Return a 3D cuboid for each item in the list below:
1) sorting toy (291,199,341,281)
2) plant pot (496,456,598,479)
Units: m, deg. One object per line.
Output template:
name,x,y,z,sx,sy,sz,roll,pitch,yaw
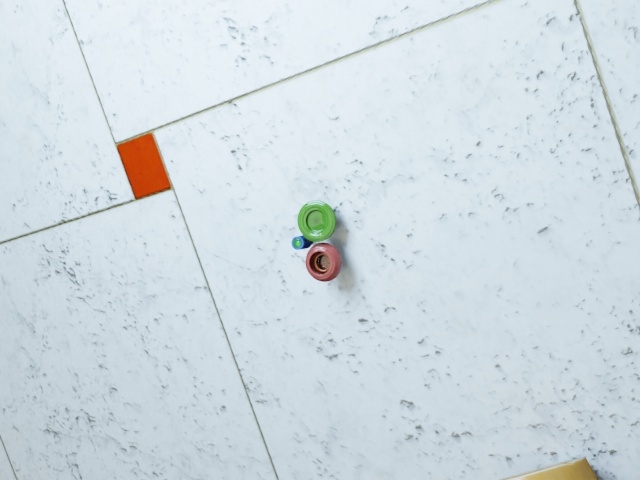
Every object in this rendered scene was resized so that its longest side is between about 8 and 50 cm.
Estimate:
sorting toy,0.000,0.000,1.446,0.061,0.042,0.102,-3,94,25
plant pot,0.257,0.345,1.275,0.205,0.205,0.188,-27,74,43
